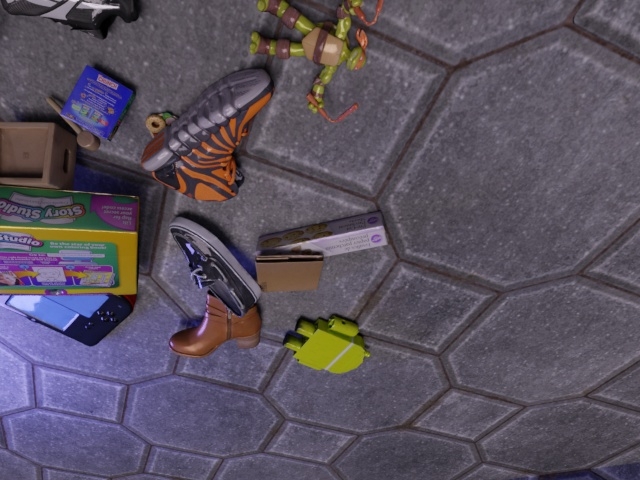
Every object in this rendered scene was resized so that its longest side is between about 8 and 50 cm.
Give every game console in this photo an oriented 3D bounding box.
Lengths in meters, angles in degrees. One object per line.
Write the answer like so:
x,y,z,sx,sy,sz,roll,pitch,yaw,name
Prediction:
-0.760,0.154,1.188,0.386,0.060,0.342,38,121,-25,game console

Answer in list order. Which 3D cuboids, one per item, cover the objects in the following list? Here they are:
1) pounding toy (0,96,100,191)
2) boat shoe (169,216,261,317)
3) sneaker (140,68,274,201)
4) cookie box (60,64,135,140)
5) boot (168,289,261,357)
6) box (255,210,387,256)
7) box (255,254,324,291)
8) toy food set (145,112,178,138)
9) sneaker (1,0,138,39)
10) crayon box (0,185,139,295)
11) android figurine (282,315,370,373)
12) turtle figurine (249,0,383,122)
-0.550,-0.193,0.865,0.205,0.181,0.094,1,173,1,pounding toy
-0.278,0.075,1.048,0.108,0.102,0.301,-11,126,44,boat shoe
-0.192,-0.199,0.853,0.320,0.125,0.180,-28,136,21,sneaker
-0.428,-0.264,0.807,0.091,0.040,0.107,29,88,-20,cookie box
-0.313,0.235,1.206,0.282,0.109,0.220,0,131,-1,boot
0.000,0.000,1.032,0.323,0.067,0.063,-11,129,12,box
-0.081,0.088,1.074,0.164,0.021,0.201,-2,153,-7,box
-0.320,-0.230,0.879,0.082,0.020,0.083,-4,129,5,toy food set
-0.419,-0.393,0.709,0.233,0.078,0.106,-8,127,6,sneaker
-0.601,0.014,0.929,0.362,0.106,0.313,3,147,-23,crayon box
0.027,0.335,1.314,0.272,0.056,0.248,23,126,-16,android figurine
-0.003,-0.355,0.723,0.217,0.087,0.270,20,136,-5,turtle figurine
